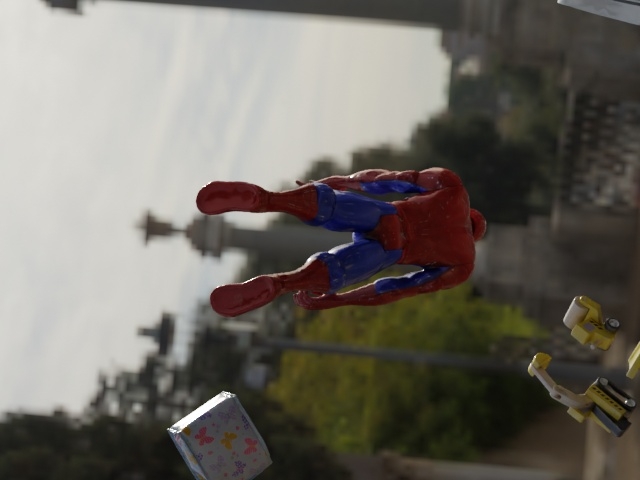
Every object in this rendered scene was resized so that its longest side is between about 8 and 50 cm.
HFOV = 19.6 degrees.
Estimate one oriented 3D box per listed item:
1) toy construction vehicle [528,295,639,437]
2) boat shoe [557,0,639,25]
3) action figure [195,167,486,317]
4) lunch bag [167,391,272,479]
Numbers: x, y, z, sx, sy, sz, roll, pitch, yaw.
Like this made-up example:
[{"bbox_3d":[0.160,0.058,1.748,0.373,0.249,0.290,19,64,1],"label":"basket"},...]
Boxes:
[{"bbox_3d":[0.197,0.092,1.273,0.035,0.098,0.086,-38,-18,-44],"label":"toy construction vehicle"},{"bbox_3d":[0.300,-0.228,1.653,0.078,0.219,0.070,-10,-68,-43],"label":"boat shoe"},{"bbox_3d":[0.000,0.000,1.181,0.280,0.139,0.091,-4,-93,-53],"label":"action figure"},{"bbox_3d":[-0.094,0.197,1.764,0.083,0.071,0.053,58,163,-9],"label":"lunch bag"}]
